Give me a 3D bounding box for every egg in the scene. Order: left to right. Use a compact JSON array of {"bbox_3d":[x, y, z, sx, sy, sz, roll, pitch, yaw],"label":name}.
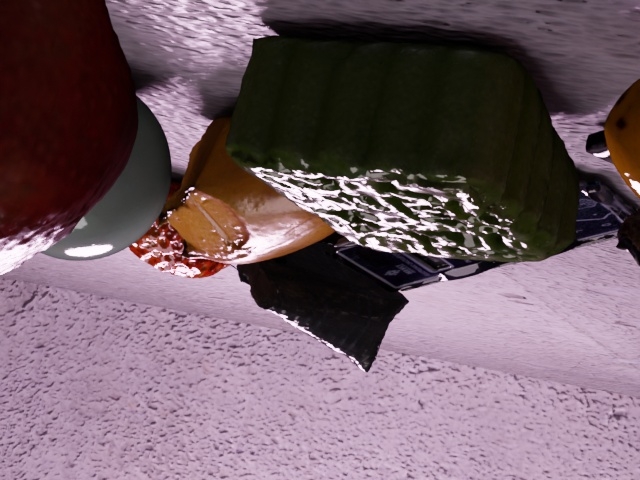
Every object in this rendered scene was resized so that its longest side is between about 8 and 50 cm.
[{"bbox_3d":[-0.220,-0.065,1.518,0.168,0.168,0.231,13,176,-7],"label":"egg"}]

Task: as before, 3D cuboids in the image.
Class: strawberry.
[{"bbox_3d":[-0.168,-0.009,2.009,0.236,0.107,0.175,17,171,-31],"label":"strawberry"}]

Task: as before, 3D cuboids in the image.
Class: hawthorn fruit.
[{"bbox_3d":[-0.245,-0.093,1.067,0.265,0.265,0.307,12,175,3],"label":"hawthorn fruit"}]

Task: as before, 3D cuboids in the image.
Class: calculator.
[{"bbox_3d":[0.155,-0.005,1.576,0.274,0.028,0.165,-15,159,25],"label":"calculator"}]

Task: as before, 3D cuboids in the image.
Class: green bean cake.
[{"bbox_3d":[0.073,-0.065,1.253,0.222,0.125,0.248,7,170,30],"label":"green bean cake"}]

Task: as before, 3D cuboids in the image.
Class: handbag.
[{"bbox_3d":[-0.020,0.040,1.748,0.175,0.089,0.270,23,-167,-22],"label":"handbag"}]

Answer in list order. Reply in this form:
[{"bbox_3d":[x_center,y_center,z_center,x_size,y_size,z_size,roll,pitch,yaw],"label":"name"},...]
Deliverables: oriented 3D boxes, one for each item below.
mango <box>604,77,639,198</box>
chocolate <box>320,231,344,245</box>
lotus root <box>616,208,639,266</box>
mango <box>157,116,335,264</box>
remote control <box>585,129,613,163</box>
[{"bbox_3d":[0.313,-0.039,1.004,0.290,0.160,0.191,16,180,5],"label":"mango"},{"bbox_3d":[0.002,-0.036,1.682,0.125,0.080,0.148,14,180,-41],"label":"chocolate"},{"bbox_3d":[0.406,0.005,1.342,0.329,0.078,0.167,13,-151,21],"label":"lotus root"},{"bbox_3d":[-0.053,-0.050,1.536,0.154,0.126,0.252,28,157,-29],"label":"mango"},{"bbox_3d":[0.272,-0.075,1.229,0.059,0.028,0.212,15,171,-22],"label":"remote control"}]
